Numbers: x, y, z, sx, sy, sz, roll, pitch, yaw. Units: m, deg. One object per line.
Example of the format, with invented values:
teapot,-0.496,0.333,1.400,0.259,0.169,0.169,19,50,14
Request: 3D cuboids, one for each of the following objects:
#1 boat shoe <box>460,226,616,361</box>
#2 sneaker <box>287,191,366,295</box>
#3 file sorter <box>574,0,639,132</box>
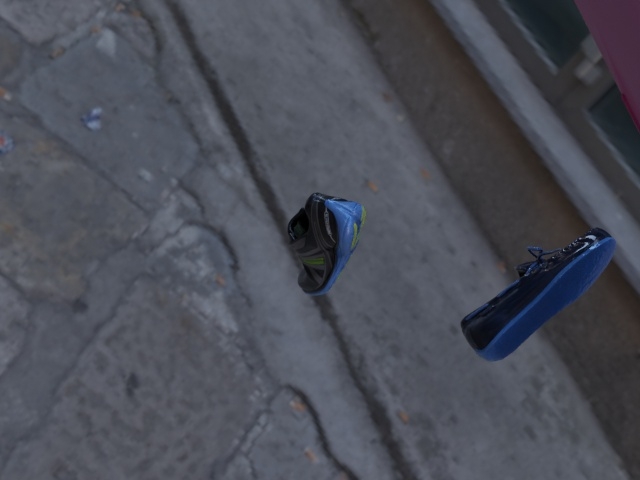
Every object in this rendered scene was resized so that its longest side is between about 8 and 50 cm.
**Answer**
boat shoe,0.309,0.060,1.611,0.089,0.258,0.109,49,-8,39
sneaker,0.000,0.000,1.260,0.078,0.188,0.067,27,61,6
file sorter,0.263,-0.183,0.695,0.290,0.182,0.202,54,9,-28
